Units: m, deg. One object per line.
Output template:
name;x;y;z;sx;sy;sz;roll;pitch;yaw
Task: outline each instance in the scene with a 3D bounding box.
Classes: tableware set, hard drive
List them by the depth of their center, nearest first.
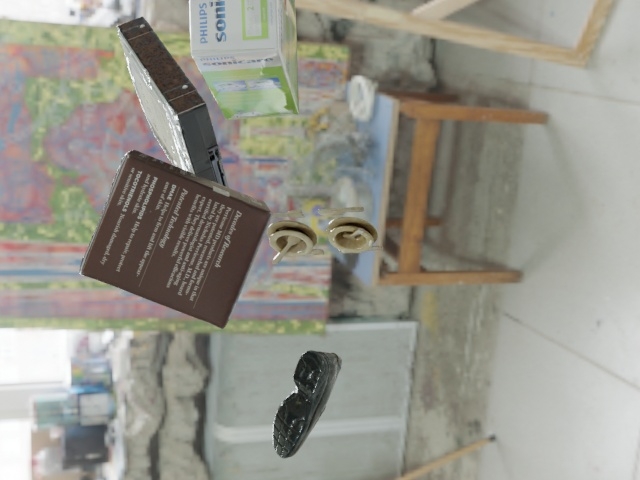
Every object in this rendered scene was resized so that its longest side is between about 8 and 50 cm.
tableware set;0.000;0.000;1.733;0.128;0.194;0.039;60;-147;-49
hard drive;-0.265;-0.227;1.876;0.339;0.064;0.237;53;162;43

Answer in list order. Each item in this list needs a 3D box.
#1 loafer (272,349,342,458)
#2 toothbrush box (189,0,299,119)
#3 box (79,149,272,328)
loafer;-0.015;0.233;1.457;0.062;0.061;0.170;40;114;38
toothbrush box;-0.104;-0.312;1.470;0.283;0.122;0.206;63;-156;-78
box;-0.191;-0.006;1.387;0.168;0.203;0.167;-136;68;-80
